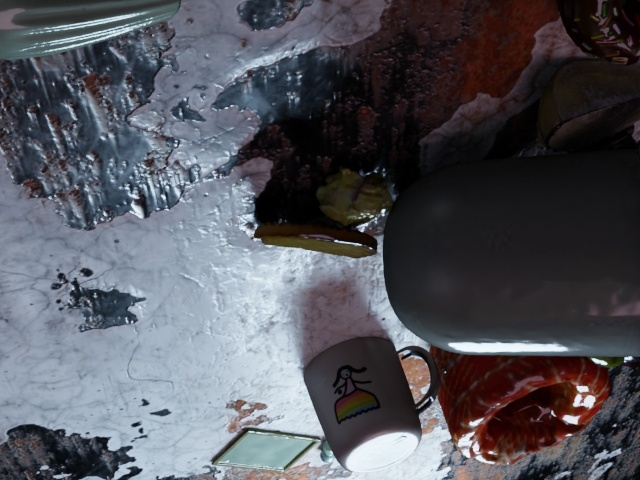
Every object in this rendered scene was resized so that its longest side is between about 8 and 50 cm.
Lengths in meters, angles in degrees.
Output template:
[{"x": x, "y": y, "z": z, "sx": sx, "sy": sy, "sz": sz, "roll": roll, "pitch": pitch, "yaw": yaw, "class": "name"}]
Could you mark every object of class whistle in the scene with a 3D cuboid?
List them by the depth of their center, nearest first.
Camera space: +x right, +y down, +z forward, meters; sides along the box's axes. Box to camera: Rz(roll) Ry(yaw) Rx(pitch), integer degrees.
[{"x": 0.020, "y": 0.453, "z": 2.249, "sx": 0.035, "sy": 0.035, "sz": 0.100, "roll": -7, "pitch": 139, "yaw": -19, "class": "whistle"}]

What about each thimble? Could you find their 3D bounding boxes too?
[{"x": 0.382, "y": 0.260, "z": 2.026, "sx": 0.350, "sy": 0.231, "sz": 0.350, "roll": -12, "pitch": 141, "yaw": -10, "class": "thimble"}]

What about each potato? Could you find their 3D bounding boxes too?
[{"x": 0.398, "y": -0.210, "z": 1.574, "sx": 0.261, "sy": 0.100, "sz": 0.120, "roll": -17, "pitch": 161, "yaw": -33, "class": "potato"}]

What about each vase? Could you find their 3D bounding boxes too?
[{"x": -0.277, "y": -0.270, "z": 1.138, "sx": 0.248, "sy": 0.128, "sz": 0.128, "roll": -11, "pitch": 143, "yaw": -29, "class": "vase"}]

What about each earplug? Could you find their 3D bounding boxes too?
[{"x": 0.294, "y": 0.027, "z": 1.588, "sx": 0.394, "sy": 0.313, "sz": 0.313, "roll": -3, "pitch": 144, "yaw": 10, "class": "earplug"}]

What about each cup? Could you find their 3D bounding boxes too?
[{"x": 0.115, "y": 0.307, "z": 1.976, "sx": 0.252, "sy": 0.200, "sz": 0.191, "roll": -26, "pitch": 143, "yaw": 5, "class": "cup"}]

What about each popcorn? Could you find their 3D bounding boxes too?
[{"x": 0.052, "y": -0.064, "z": 1.581, "sx": 0.109, "sy": 0.089, "sz": 0.097, "roll": -17, "pitch": 163, "yaw": 2, "class": "popcorn"}]

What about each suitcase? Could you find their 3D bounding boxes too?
[{"x": 0.478, "y": -0.131, "z": 1.727, "sx": 0.126, "sy": 0.059, "sz": 0.086, "roll": -26, "pitch": 142, "yaw": 9, "class": "suitcase"}]

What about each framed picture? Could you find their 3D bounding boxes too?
[{"x": -0.114, "y": 0.448, "z": 2.198, "sx": 0.201, "sy": 0.010, "sz": 0.136, "roll": 17, "pitch": 130, "yaw": -39, "class": "framed picture"}]

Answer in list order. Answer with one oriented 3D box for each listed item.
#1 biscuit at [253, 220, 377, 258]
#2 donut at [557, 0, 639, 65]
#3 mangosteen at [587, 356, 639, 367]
[{"x": 0.000, "y": -0.001, "z": 1.636, "sx": 0.176, "sy": 0.031, "sz": 0.228, "roll": 2, "pitch": 172, "yaw": 19, "class": "biscuit"}, {"x": 0.432, "y": -0.341, "z": 1.364, "sx": 0.230, "sy": 0.096, "sz": 0.216, "roll": -9, "pitch": 123, "yaw": -2, "class": "donut"}, {"x": 0.553, "y": 0.099, "z": 1.834, "sx": 0.300, "sy": 0.300, "sz": 0.300, "roll": -13, "pitch": 142, "yaw": -11, "class": "mangosteen"}]
